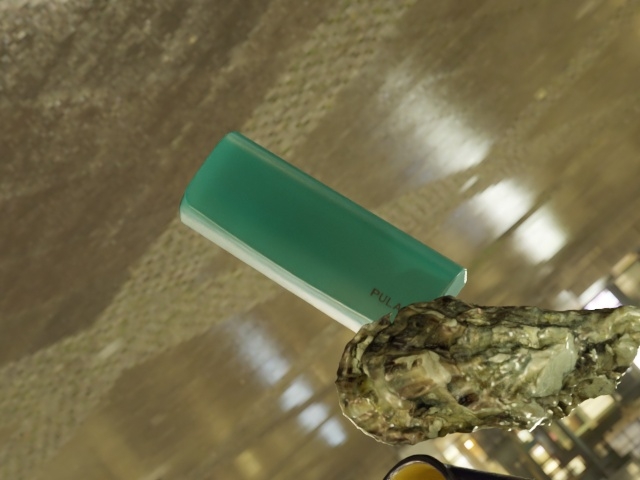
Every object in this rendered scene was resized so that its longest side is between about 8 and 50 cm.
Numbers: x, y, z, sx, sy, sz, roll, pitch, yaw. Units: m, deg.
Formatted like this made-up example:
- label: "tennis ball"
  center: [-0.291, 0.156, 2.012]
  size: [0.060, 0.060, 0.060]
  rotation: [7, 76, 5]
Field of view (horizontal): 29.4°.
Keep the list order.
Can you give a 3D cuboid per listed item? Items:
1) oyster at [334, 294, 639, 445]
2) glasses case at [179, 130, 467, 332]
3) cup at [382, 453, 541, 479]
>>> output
- label: "oyster"
  center: [0.150, 0.117, 1.107]
  size: [0.087, 0.252, 0.199]
  rotation: [89, 24, -54]
- label: "glasses case"
  center: [-0.001, 0.001, 1.293]
  size: [0.117, 0.301, 0.070]
  rotation: [-54, 164, -17]
- label: "cup"
  center: [0.164, 0.314, 1.017]
  size: [0.256, 0.178, 0.255]
  rotation: [14, 119, -23]
